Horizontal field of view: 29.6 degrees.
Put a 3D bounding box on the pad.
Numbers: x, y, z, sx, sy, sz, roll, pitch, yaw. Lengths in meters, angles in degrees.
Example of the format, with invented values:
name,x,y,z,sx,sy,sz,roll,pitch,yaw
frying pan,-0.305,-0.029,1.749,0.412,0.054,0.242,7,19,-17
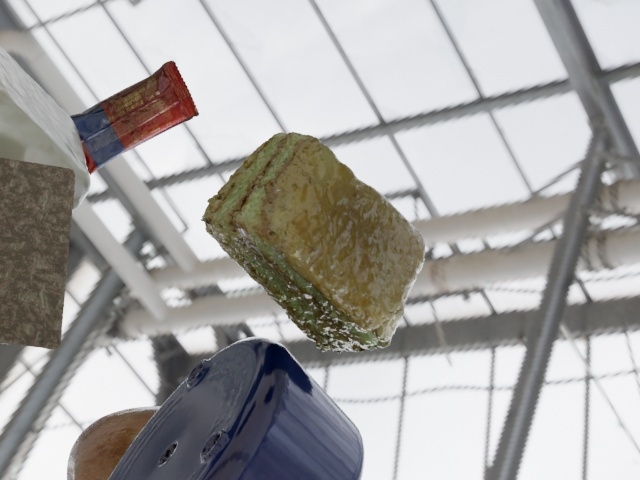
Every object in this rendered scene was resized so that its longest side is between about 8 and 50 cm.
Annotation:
name,x,y,z,sx,sy,sz,roll,pitch,yaw
pad,-0.316,-0.001,0.951,0.003,0.235,0.158,139,-44,-62

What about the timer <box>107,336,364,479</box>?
name,x,y,z,sx,sy,sz,roll,pitch,yaw
timer,0.004,0.300,1.092,0.270,0.383,0.270,-45,-165,16

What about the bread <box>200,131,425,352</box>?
name,x,y,z,sx,sy,sz,roll,pitch,yaw
bread,0.000,0.000,1.118,0.102,0.196,0.138,-18,-148,45

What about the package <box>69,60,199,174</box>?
name,x,y,z,sx,sy,sz,roll,pitch,yaw
package,-0.253,-0.155,1.561,0.200,0.083,0.022,-33,-167,-27

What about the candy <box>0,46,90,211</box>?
name,x,y,z,sx,sy,sz,roll,pitch,yaw
candy,-0.366,-0.144,1.084,0.145,0.359,0.208,-40,-146,2

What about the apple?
name,x,y,z,sx,sy,sz,roll,pitch,yaw
apple,-0.190,0.289,1.365,0.188,0.211,0.211,1,-152,-13
